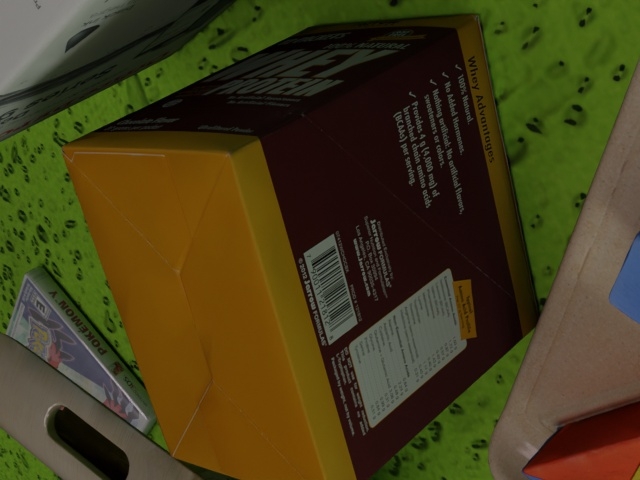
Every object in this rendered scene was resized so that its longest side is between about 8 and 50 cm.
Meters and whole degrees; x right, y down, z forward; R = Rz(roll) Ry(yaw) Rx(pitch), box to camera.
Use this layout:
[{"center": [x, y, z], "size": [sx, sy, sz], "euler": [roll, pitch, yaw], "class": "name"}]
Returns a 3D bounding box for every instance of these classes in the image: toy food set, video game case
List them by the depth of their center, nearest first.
[{"center": [-0.079, 0.165, 0.789], "size": [0.220, 0.092, 0.306], "euler": [28, 171, 31], "class": "toy food set"}, {"center": [-0.245, 0.145, 1.100], "size": [0.183, 0.023, 0.201], "euler": [47, 140, 11], "class": "video game case"}]

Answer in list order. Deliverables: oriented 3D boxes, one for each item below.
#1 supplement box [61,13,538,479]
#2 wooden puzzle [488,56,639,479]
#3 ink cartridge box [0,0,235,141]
[{"center": [0.000, 0.000, 0.610], "size": [0.129, 0.194, 0.191], "euler": [6, 119, 43], "class": "supplement box"}, {"center": [0.237, 0.102, 0.525], "size": [0.322, 0.080, 0.348], "euler": [36, 137, 24], "class": "wooden puzzle"}, {"center": [-0.118, -0.169, 0.609], "size": [0.289, 0.211, 0.121], "euler": [-25, 98, 52], "class": "ink cartridge box"}]
